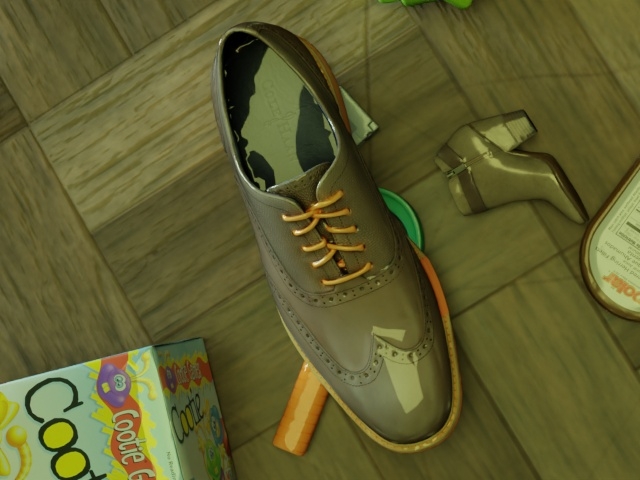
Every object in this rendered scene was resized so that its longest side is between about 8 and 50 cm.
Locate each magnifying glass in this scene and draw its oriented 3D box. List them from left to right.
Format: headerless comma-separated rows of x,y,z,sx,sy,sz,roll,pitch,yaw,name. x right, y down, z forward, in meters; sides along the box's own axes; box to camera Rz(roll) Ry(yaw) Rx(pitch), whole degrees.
0.015,0.066,1.195,0.092,0.026,0.231,22,93,10,magnifying glass

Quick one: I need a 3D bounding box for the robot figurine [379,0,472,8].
0.096,-0.228,1.166,0.115,0.067,0.101,-11,56,11,robot figurine

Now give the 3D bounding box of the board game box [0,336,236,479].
-0.227,0.181,1.176,0.275,0.144,0.142,-15,86,11,board game box

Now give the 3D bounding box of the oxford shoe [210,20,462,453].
0.000,0.000,1.122,0.130,0.133,0.363,-27,83,8,oxford shoe

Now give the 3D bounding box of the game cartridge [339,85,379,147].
0.001,-0.086,1.207,0.083,0.017,0.056,-42,85,7,game cartridge

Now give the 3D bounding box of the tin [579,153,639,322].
0.281,-0.021,1.142,0.106,0.040,0.189,36,95,14,tin

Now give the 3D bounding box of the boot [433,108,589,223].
0.150,-0.045,1.168,0.087,0.042,0.118,-32,82,15,boot
